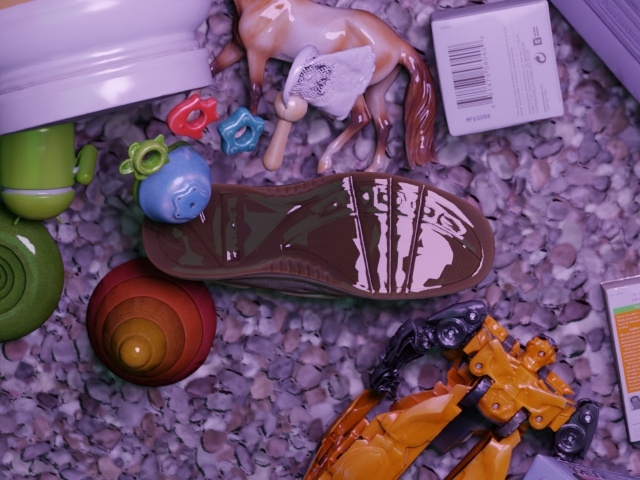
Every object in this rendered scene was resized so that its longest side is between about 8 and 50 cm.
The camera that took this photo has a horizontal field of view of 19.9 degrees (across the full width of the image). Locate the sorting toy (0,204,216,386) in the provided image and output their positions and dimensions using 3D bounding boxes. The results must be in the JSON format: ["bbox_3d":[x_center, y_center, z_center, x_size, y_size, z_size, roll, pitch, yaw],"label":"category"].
[{"bbox_3d":[-0.273,0.048,1.591,0.365,0.126,0.127,18,101,-2],"label":"sorting toy"}]

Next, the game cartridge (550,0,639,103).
[{"bbox_3d":[0.278,-0.213,1.411,0.068,0.230,0.355,-23,65,-31],"label":"game cartridge"}]

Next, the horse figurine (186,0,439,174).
[{"bbox_3d":[-0.007,-0.151,1.572,0.263,0.066,0.174,19,103,4],"label":"horse figurine"}]

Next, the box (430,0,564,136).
[{"bbox_3d":[0.149,-0.151,1.554,0.102,0.087,0.101,-10,101,3],"label":"box"}]

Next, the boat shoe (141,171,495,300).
[{"bbox_3d":[0.000,0.000,1.587,0.302,0.098,0.109,1,84,4],"label":"boat shoe"}]

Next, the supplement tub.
[{"bbox_3d":[-0.215,-0.255,1.467,0.228,0.228,0.316,-13,95,5],"label":"supplement tub"}]

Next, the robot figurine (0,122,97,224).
[{"bbox_3d":[-0.248,-0.070,1.596,0.101,0.067,0.115,1,101,4],"label":"robot figurine"}]

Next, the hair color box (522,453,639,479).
[{"bbox_3d":[0.190,0.383,1.597,0.185,0.113,0.374,17,105,-45],"label":"hair color box"}]

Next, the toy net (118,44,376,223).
[{"bbox_3d":[-0.061,-0.106,1.500,0.232,0.045,0.122,-37,136,-8],"label":"toy net"}]

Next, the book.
[{"bbox_3d":[0.310,0.101,1.624,0.096,0.035,0.144,-11,100,1],"label":"book"}]

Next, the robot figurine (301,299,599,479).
[{"bbox_3d":[0.105,0.188,1.622,0.211,0.085,0.291,42,100,-6],"label":"robot figurine"}]
